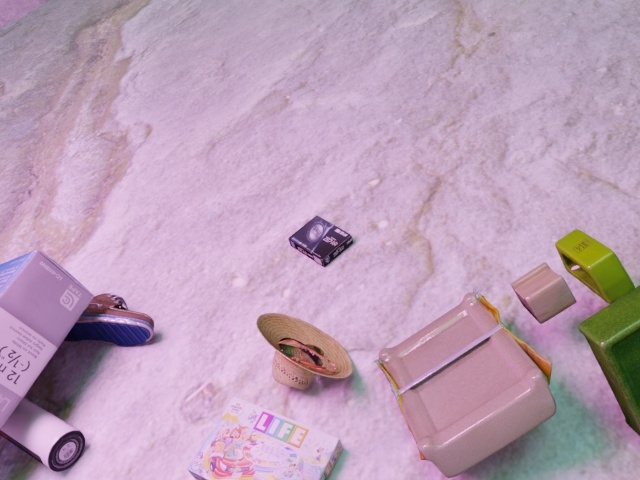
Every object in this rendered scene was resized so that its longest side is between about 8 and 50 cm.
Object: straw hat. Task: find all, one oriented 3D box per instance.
[{"bbox_3d":[-0.032,0.157,0.739,0.144,0.145,0.061,36,106,40],"label":"straw hat"}]

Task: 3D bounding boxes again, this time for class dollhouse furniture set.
[{"bbox_3d":[0.243,0.154,0.663,0.302,0.151,0.197,-34,22,6],"label":"dollhouse furniture set"}]

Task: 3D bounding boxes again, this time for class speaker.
[{"bbox_3d":[-0.375,0.249,0.756,0.136,0.055,0.055,15,52,29],"label":"speaker"}]

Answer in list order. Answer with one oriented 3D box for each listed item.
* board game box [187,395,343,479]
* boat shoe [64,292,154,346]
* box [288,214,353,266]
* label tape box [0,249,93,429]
[{"bbox_3d":[-0.065,0.256,0.676,0.154,0.026,0.103,12,50,27],"label":"board game box"},{"bbox_3d":[-0.327,0.113,0.871,0.183,0.066,0.066,1,45,18],"label":"boat shoe"},{"bbox_3d":[0.000,0.000,0.923,0.067,0.018,0.083,-39,48,-22],"label":"box"},{"bbox_3d":[-0.490,0.191,0.753,0.249,0.115,0.347,-15,40,37],"label":"label tape box"}]
